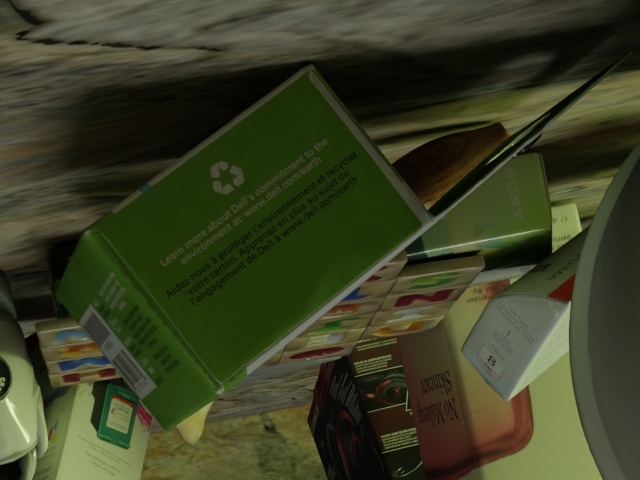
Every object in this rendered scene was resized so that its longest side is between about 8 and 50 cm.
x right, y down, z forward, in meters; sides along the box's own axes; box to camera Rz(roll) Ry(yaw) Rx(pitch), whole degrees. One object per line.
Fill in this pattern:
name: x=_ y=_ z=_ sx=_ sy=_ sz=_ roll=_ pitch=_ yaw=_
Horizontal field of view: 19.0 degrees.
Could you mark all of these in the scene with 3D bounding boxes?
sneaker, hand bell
sneaker: x=-0.266 y=0.125 z=1.393 sx=0.122 sy=0.146 sz=0.330 roll=-21 pitch=177 yaw=-15
hand bell: x=0.000 y=0.000 z=1.067 sx=0.242 sy=0.126 sz=0.126 roll=-30 pitch=172 yaw=-2

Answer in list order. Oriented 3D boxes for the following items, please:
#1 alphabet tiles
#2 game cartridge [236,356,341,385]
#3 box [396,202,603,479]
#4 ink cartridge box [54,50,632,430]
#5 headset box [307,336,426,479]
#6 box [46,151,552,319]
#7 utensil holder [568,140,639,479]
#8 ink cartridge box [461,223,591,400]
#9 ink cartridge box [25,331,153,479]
alphabet tiles: x=-0.046 y=0.059 z=1.296 sx=0.285 sy=0.011 sz=0.342 roll=-9 pitch=168 yaw=-7
game cartridge: x=-0.177 y=0.130 z=1.897 sx=0.355 sy=0.068 sz=0.230 roll=-17 pitch=173 yaw=39
box: x=0.142 y=0.103 z=1.482 sx=0.127 sy=0.232 sz=0.148 roll=-9 pitch=171 yaw=-13
ink cartridge box: x=0.004 y=-0.028 z=0.938 sx=0.255 sy=0.097 sz=0.189 roll=-39 pitch=180 yaw=-16
headset box: x=0.081 y=0.228 z=2.048 sx=0.110 sy=0.293 sz=0.218 roll=-10 pitch=147 yaw=-16
box: x=-0.001 y=0.014 z=1.303 sx=0.322 sy=0.058 sz=0.232 roll=-13 pitch=171 yaw=6
utensil holder: x=0.279 y=0.024 z=0.799 sx=0.327 sy=0.328 sz=0.385 roll=-11 pitch=171 yaw=2
ink cartridge box: x=0.197 y=-0.008 z=1.236 sx=0.189 sy=0.066 sz=0.232 roll=-35 pitch=161 yaw=-26
ink cartridge box: x=-0.197 y=0.137 z=1.486 sx=0.078 sy=0.231 sz=0.134 roll=34 pitch=136 yaw=-30
